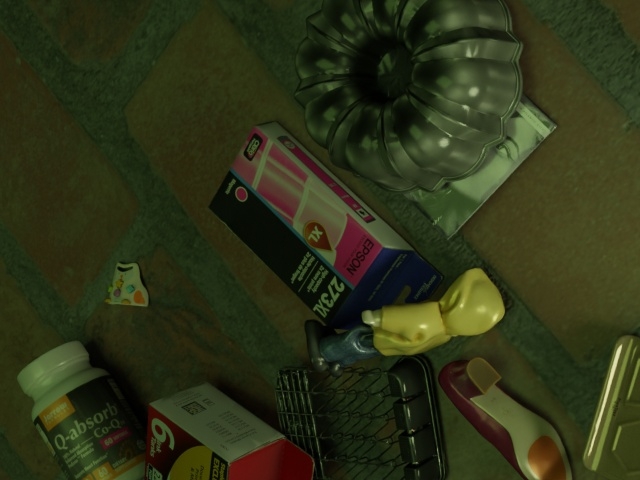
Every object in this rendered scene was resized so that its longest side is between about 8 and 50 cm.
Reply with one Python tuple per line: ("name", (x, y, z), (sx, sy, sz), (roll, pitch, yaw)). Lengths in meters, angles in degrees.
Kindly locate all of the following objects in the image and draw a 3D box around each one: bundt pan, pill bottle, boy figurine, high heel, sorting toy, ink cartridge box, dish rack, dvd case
("bundt pan", (0.098, -0.225, 1.576), (0.331, 0.124, 0.331), (1, 92, 33))
("pill bottle", (-0.416, 0.329, 2.094), (0.162, 0.162, 0.278), (-42, 78, 34))
("boy figurine", (0.119, 0.118, 1.672), (0.285, 0.177, 0.092), (-22, 67, 22))
("high heel", (0.260, 0.274, 1.680), (0.244, 0.082, 0.117), (48, 157, -1))
("sorting toy", (0.452, 0.239, 1.504), (0.208, 0.038, 0.193), (19, 97, 43))
("ink cartridge box", (-0.160, 0.435, 1.921), (0.272, 0.130, 0.309), (27, 121, 37))
("dish rack", (0.052, 0.282, 1.813), (0.271, 0.074, 0.208), (-3, 99, 38))
("ink cartridge box", (0.000, 0.000, 1.787), (0.371, 0.069, 0.176), (42, 122, 16))
("dvd case", (0.192, -0.135, 1.615), (0.164, 0.018, 0.221), (47, 113, 11))
("sorting toy", (-0.345, 0.076, 2.062), (0.083, 0.045, 0.075), (0, 83, 35))

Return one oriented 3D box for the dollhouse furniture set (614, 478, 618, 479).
("dollhouse furniture set", (0.479, 0.489, 1.581), (0.303, 0.174, 0.355), (3, 128, 32))
